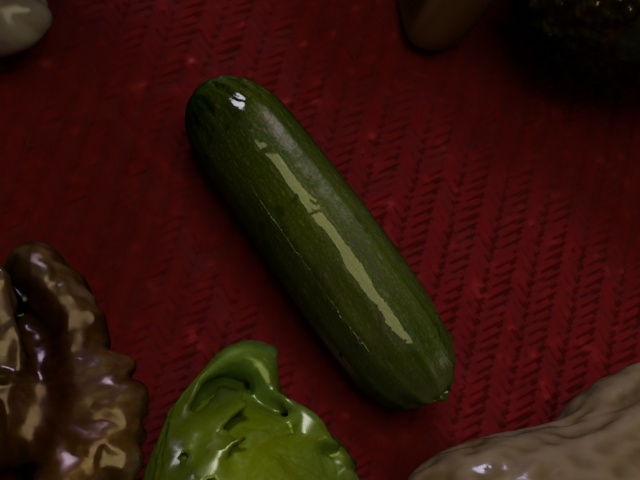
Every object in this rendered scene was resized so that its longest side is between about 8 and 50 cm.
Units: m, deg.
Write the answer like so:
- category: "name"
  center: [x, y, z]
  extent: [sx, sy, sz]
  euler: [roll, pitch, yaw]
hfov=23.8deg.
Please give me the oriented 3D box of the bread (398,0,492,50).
- category: "bread"
  center: [0.089, -0.169, 0.968]
  extent: [0.049, 0.103, 0.062]
  euler: [3, 60, -22]

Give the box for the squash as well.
- category: "squash"
  center: [0.000, 0.000, 0.893]
  extent: [0.069, 0.069, 0.239]
  euler: [-31, 79, -24]

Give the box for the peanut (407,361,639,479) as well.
- category: "peanut"
  center: [0.176, 0.146, 0.842]
  extent: [0.291, 0.143, 0.159]
  euler: [-7, 35, -16]

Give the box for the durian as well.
- category: "durian"
  center: [-0.030, 0.177, 0.796]
  extent: [0.139, 0.101, 0.250]
  euler: [-10, 67, -45]

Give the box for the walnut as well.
- category: "walnut"
  center: [-0.167, 0.087, 0.810]
  extent: [0.143, 0.069, 0.170]
  euler: [-8, 69, -17]

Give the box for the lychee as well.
- category: "lychee"
  center: [0.198, -0.179, 0.974]
  extent: [0.171, 0.171, 0.171]
  euler: [6, 67, -13]

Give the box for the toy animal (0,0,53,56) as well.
- category: "toy animal"
  center: [-0.188, -0.256, 0.821]
  extent: [0.206, 0.265, 0.271]
  euler: [20, 64, -27]
